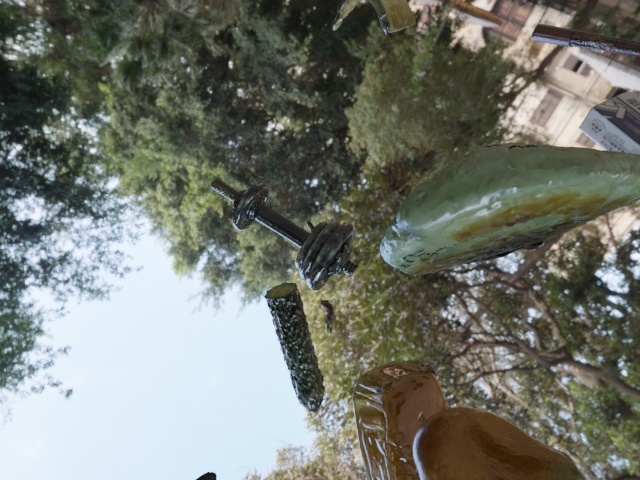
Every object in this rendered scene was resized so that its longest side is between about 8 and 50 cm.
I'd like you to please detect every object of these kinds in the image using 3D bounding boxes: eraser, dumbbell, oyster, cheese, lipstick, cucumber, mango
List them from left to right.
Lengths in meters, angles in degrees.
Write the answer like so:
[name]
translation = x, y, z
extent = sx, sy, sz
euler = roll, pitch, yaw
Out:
[dumbbell]
translation = -0.057, -0.021, 0.677
extent = 0.254, 0.110, 0.110
euler = 31, -145, 10
[cucumber]
translation = -0.054, 0.291, 1.211
extent = 0.096, 0.360, 0.096
euler = -15, -166, 4
[oyster]
translation = 0.019, 0.165, 1.051
extent = 0.029, 0.086, 0.132
euler = -12, -166, 0
[cheese]
translation = 0.044, -0.224, 0.436
extent = 0.084, 0.042, 0.060
euler = 22, -136, 32
[mango]
translation = 0.168, 0.236, 0.463
extent = 0.165, 0.115, 0.089
euler = 21, 158, 51
[lipstick]
translation = 0.392, -0.290, 0.667
extent = 0.027, 0.027, 0.176
euler = -6, -149, -35
[eraser]
translation = 0.626, -0.189, 0.885
extent = 0.124, 0.068, 0.210
euler = -23, -119, -22

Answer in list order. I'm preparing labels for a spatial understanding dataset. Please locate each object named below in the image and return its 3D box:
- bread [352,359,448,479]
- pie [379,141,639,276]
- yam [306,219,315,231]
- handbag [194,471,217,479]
[bread]
translation = 0.140, 0.320, 0.730
extent = 0.136, 0.241, 0.107
euler = -13, -173, -29
[pie]
translation = 0.164, -0.025, 0.396
extent = 0.240, 0.240, 0.054
euler = -3, -109, -32
[yam]
translation = 0.000, 0.000, 1.034
extent = 0.107, 0.014, 0.014
euler = 56, -142, -4
[handbag]
translation = -0.303, 0.566, 0.865
extent = 0.270, 0.089, 0.175
euler = -27, -157, -19
